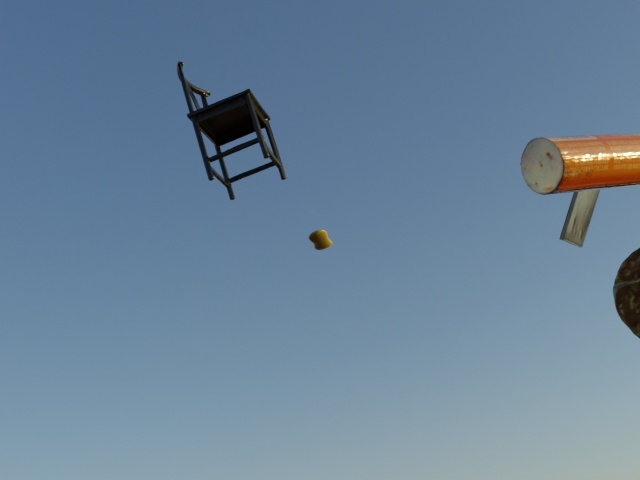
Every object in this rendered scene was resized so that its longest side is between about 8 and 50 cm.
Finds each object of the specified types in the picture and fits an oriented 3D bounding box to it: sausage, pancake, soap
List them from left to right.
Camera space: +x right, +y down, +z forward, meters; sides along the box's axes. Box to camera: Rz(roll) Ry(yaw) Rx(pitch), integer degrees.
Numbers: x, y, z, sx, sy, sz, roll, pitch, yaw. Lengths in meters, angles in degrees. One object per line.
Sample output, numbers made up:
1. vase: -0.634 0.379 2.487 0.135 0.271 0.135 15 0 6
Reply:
1. soap: 0.000 0.000 1.501 0.034 0.012 0.089 -22 -21 4
2. sausage: 0.470 -0.129 1.398 0.312 0.093 0.093 -7 -22 -32
3. pancake: 0.710 0.107 1.684 0.250 0.250 0.031 -20 -6 20

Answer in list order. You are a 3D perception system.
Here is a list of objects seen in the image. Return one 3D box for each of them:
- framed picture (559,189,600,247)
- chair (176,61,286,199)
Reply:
1. framed picture: 0.519 -0.089 1.669 0.010 0.201 0.136 19 3 33
2. chair: -0.180 -0.234 1.698 0.141 0.260 0.154 -21 -18 7
